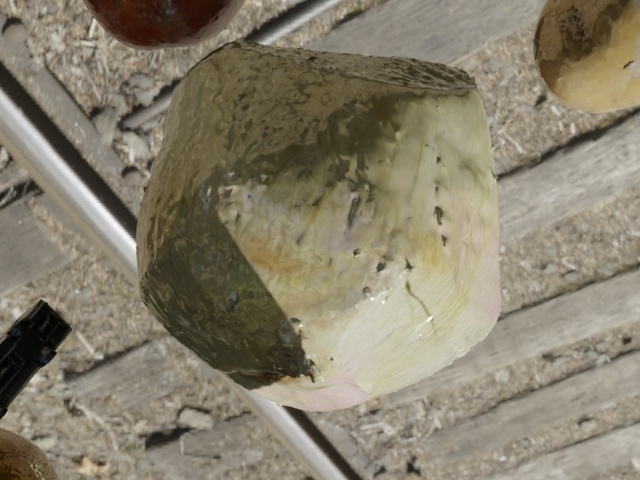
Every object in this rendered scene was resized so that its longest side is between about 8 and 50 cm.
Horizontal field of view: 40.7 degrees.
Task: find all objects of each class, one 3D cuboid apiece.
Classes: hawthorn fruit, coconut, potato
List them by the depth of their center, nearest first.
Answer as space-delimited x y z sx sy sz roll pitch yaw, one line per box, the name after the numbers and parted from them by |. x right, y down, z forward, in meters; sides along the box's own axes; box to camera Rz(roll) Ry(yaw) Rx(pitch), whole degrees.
0.214 -0.147 0.581 0.147 0.112 0.112 -39 126 12 | potato
0.000 0.000 0.678 0.297 0.254 0.297 0 160 0 | coconut
-0.200 -0.387 1.112 0.284 0.284 0.284 -5 131 -6 | hawthorn fruit

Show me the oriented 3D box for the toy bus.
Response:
-0.221 0.093 0.585 0.052 0.130 0.037 -31 108 33 | toy bus

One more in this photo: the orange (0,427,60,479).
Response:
-0.368 0.335 0.937 0.158 0.179 0.237 34 79 1 | orange
